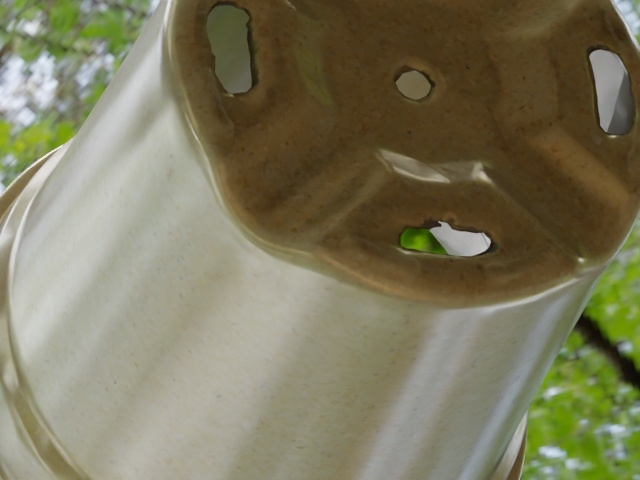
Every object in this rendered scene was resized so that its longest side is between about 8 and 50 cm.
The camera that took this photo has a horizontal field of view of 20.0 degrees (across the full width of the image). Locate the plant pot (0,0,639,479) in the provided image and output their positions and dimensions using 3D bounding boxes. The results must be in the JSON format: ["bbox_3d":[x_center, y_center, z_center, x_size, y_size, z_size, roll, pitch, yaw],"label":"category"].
[{"bbox_3d":[0.000,0.000,0.878,0.334,0.305,0.333,8,-121,-14],"label":"plant pot"}]
